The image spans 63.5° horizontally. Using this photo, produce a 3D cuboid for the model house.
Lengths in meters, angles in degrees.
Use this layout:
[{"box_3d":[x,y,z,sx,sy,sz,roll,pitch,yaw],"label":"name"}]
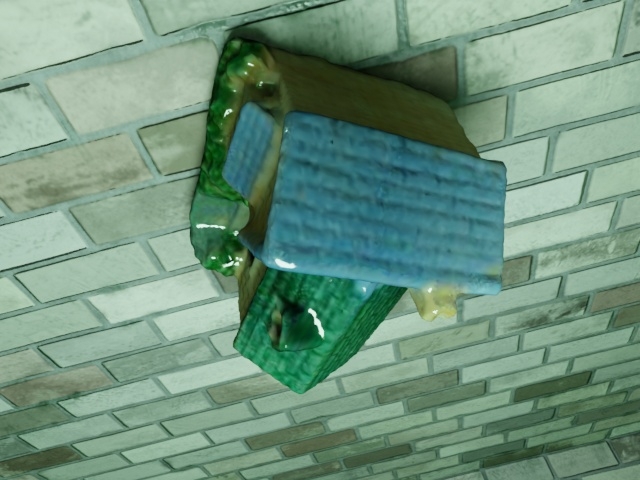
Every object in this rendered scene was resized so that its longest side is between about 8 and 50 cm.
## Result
[{"box_3d":[0.000,0.000,0.693,0.335,0.342,0.382,9,132,-22],"label":"model house"}]
